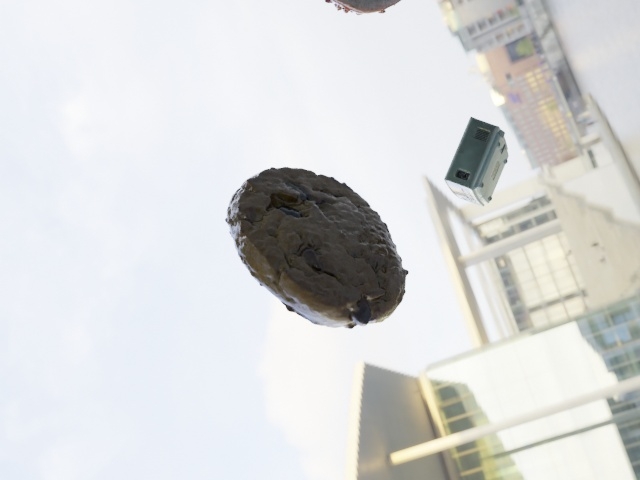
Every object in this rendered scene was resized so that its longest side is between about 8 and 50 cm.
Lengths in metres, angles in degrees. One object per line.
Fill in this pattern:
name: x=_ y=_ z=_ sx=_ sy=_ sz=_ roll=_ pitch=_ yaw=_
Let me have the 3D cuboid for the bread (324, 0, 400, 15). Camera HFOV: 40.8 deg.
bread: x=0.046 y=-0.336 z=0.970 sx=0.160 sy=0.160 sz=0.073 roll=55 pitch=173 yaw=-33

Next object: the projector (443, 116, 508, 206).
projector: x=0.260 y=-0.124 z=1.401 sx=0.115 sy=0.061 sz=0.147 roll=-68 pitch=-20 yaw=-2

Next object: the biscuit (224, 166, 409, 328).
biscuit: x=0.000 y=-0.002 z=1.232 sx=0.296 sy=0.075 sz=0.296 roll=21 pitch=-144 yaw=-16
